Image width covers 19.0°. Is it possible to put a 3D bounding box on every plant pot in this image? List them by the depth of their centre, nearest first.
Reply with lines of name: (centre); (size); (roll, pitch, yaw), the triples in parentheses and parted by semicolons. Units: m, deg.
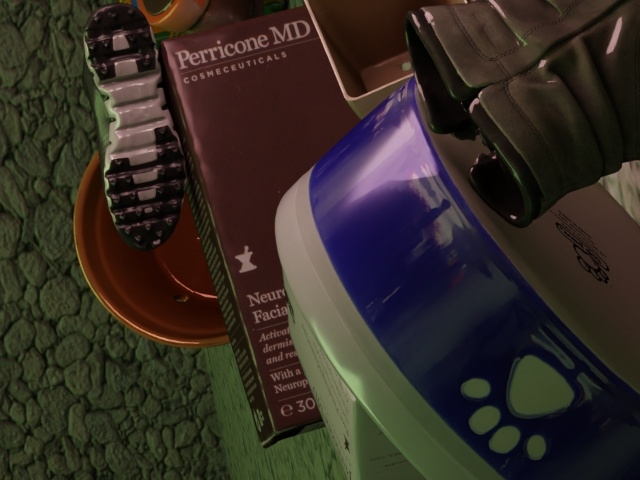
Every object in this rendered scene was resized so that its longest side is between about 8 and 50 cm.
plant pot: (0.062, -0.138, 1.428); (0.096, 0.109, 0.109); (67, -178, -58)
plant pot: (-0.134, -0.016, 2.335); (0.203, 0.290, 0.291); (12, -118, -82)

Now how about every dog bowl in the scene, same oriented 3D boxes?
dog bowl: (0.105, 0.038, 1.009); (0.265, 0.104, 0.265); (39, -159, -18)

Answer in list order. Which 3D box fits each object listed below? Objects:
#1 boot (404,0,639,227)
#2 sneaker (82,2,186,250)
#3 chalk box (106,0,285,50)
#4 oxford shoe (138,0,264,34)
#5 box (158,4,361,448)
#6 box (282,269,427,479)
boot: (0.112, -0.126, 0.943); (0.083, 0.161, 0.247); (88, 164, -53)
sneaker: (-0.176, -0.109, 1.793); (0.106, 0.078, 0.234); (-136, 36, -74)
chalk box: (-0.155, -0.274, 2.240); (0.289, 0.179, 0.180); (105, 148, -72)
oxford shoe: (-0.117, -0.360, 2.048); (0.130, 0.132, 0.364); (-30, 51, 45)
box: (-0.014, -0.018, 1.801); (0.143, 0.191, 0.381); (123, 130, -76)
box: (0.082, 0.066, 1.380); (0.119, 0.181, 0.181); (84, 166, -45)
